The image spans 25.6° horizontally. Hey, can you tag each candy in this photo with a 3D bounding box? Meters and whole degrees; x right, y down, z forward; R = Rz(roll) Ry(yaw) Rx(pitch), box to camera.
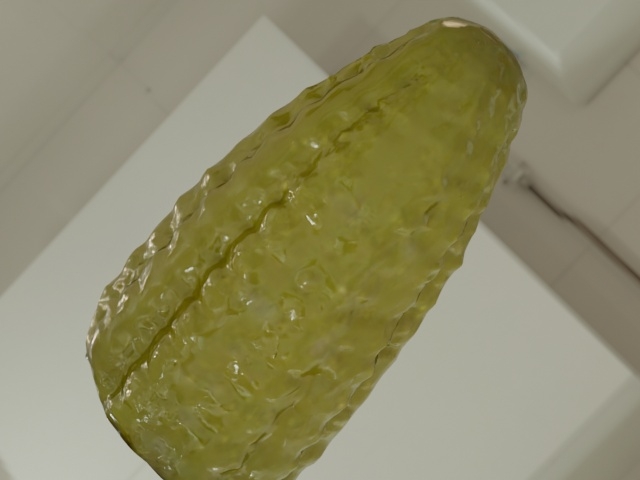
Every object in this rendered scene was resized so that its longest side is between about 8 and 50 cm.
[{"bbox_3d":[0.000,0.000,0.515,0.106,0.199,0.094,23,-154,-38],"label":"candy"}]
